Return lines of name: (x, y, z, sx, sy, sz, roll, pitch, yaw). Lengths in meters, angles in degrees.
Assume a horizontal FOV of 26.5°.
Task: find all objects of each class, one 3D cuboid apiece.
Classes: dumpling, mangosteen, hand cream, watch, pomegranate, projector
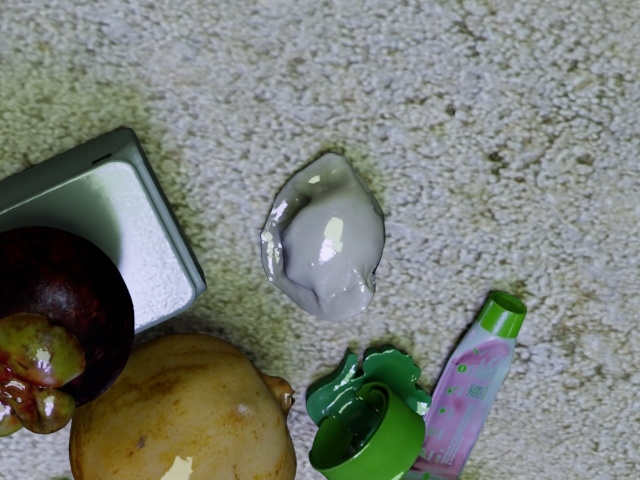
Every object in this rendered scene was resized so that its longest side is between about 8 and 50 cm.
dumpling: (0.000, 0.001, 1.554, 0.150, 0.092, 0.176, -10, 120, 8)
mangosteen: (-0.282, 0.086, 1.351, 0.209, 0.210, 0.210, -4, 113, -9)
hand cream: (0.183, 0.193, 1.695, 0.079, 0.050, 0.275, 25, 113, 7)
watch: (0.060, 0.217, 1.619, 0.165, 0.152, 0.131, -41, 111, 9)
pomegranate: (-0.146, 0.232, 1.524, 0.264, 0.264, 0.264, -4, 113, -9)
projector: (-0.276, 0.018, 1.494, 0.250, 0.108, 0.198, -25, 114, -1)
